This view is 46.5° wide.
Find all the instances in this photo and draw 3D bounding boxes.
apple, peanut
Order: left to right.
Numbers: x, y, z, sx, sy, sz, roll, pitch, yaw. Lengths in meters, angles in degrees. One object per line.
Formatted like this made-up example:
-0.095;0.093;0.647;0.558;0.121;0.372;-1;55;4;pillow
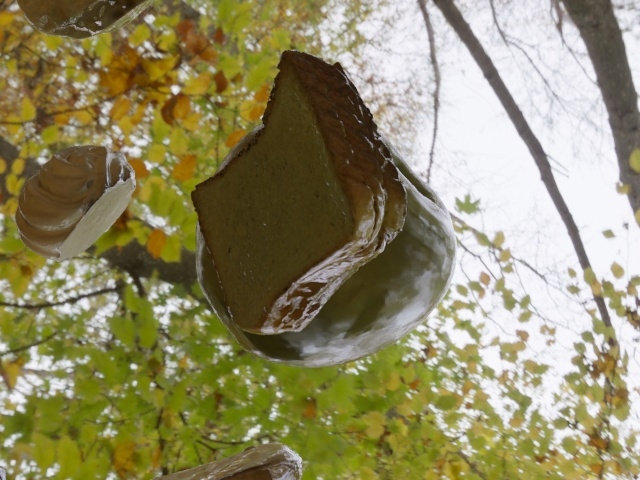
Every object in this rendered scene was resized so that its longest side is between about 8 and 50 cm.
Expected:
-0.212;-0.312;0.859;0.274;0.125;0.111;-26;-94;-13;peanut
0.000;0.000;1.015;0.357;0.357;0.358;-10;-114;23;apple

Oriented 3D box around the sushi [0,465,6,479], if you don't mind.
-0.565;0.378;1.191;0.103;0.226;0.097;-24;-127;-17;sushi

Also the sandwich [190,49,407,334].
-0.028;-0.032;0.666;0.214;0.065;0.186;-44;-123;42;sandwich

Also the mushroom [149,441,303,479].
-0.178;0.471;1.066;0.397;0.224;0.314;-23;-87;-5;mushroom

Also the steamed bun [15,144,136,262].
-0.339;-0.062;1.022;0.106;0.183;0.183;37;-91;1;steamed bun
